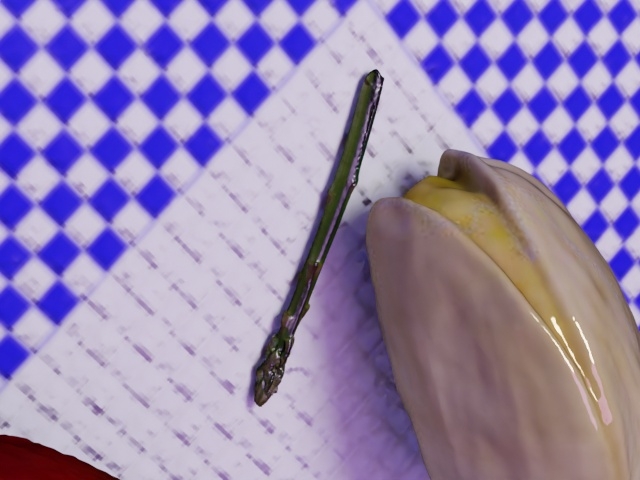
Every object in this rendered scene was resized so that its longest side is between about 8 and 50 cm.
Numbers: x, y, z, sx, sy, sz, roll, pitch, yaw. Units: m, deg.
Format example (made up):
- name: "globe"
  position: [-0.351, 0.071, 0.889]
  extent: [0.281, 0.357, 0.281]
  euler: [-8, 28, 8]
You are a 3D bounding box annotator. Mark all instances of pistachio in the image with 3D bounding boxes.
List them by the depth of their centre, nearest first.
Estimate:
- name: "pistachio"
  position: [0.096, 0.054, 0.768]
  extent: [0.117, 0.145, 0.200]
  euler: [-24, 110, -24]

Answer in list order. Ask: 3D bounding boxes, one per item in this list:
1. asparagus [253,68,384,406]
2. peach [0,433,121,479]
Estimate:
- name: "asparagus"
  position: [0.000, 0.000, 0.769]
  extent: [0.013, 0.016, 0.166]
  euler: [6, 104, -68]
- name: "peach"
  position: [-0.156, 0.241, 0.554]
  extent: [0.416, 0.339, 0.353]
  euler: [9, 102, -39]
